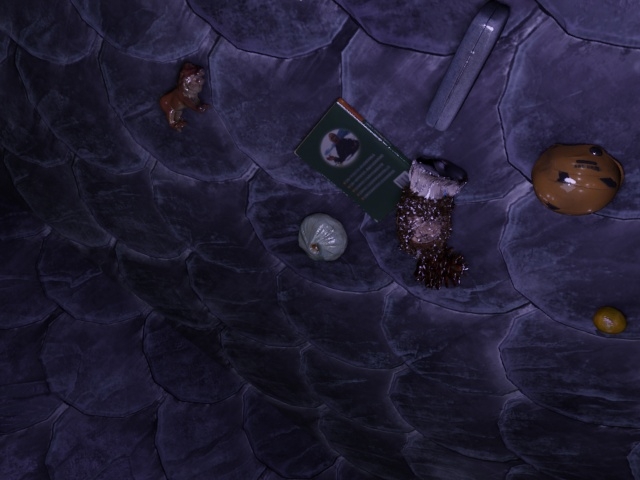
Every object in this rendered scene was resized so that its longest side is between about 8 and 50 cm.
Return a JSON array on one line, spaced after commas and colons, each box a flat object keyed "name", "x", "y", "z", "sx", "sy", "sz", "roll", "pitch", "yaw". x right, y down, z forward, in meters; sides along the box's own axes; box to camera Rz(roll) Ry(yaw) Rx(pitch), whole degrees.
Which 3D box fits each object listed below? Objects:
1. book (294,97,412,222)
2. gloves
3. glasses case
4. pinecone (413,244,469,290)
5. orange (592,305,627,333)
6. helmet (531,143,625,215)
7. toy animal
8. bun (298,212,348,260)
[{"name": "book", "x": 0.125, "y": -0.241, "z": 1.751, "sx": 0.371, "sy": 0.043, "sz": 0.260, "roll": 41, "pitch": 135, "yaw": -9}, {"name": "gloves", "x": 0.322, "y": -0.090, "z": 1.665, "sx": 0.135, "sy": 0.211, "sz": 0.312, "roll": 45, "pitch": 124, "yaw": 47}, {"name": "glasses case", "x": 0.357, "y": -0.421, "z": 1.373, "sx": 0.074, "sy": 0.131, "sz": 0.323, "roll": 29, "pitch": 137, "yaw": 7}, {"name": "pinecone", "x": 0.394, "y": 0.087, "z": 1.799, "sx": 0.165, "sy": 0.162, "sz": 0.162, "roll": 13, "pitch": 134, "yaw": 7}, {"name": "orange", "x": 0.880, "y": 0.244, "z": 1.687, "sx": 0.095, "sy": 0.085, "sz": 0.085, "roll": 16, "pitch": 135, "yaw": 12}, {"name": "helmet", "x": 0.660, "y": -0.141, "z": 1.443, "sx": 0.225, "sy": 0.130, "sz": 0.198, "roll": 19, "pitch": 139, "yaw": 15}, {"name": "toy animal", "x": -0.464, "y": -0.480, "z": 1.874, "sx": 0.312, "sy": 0.097, "sz": 0.157, "roll": -19, "pitch": 104, "yaw": 44}, {"name": "bun", "x": 0.000, "y": 0.000, "z": 1.990, "sx": 0.196, "sy": 0.118, "sz": 0.195, "roll": 18, "pitch": 139, "yaw": 17}]
